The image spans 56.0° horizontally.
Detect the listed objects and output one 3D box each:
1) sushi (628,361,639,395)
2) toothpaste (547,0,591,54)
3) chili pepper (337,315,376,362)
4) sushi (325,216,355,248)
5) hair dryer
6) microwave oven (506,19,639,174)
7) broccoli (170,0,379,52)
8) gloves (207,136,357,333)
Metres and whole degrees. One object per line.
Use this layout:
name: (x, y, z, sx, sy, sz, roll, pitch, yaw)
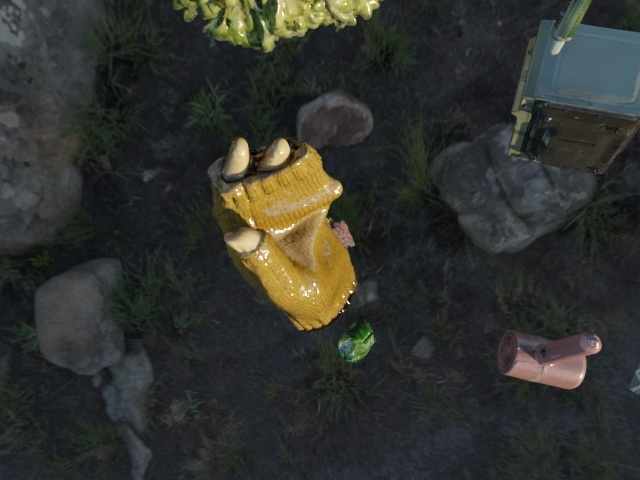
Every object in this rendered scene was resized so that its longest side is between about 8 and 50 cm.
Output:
sushi: (0.639, 0.249, 1.085, 0.026, 0.126, 0.120, -2, 115, -37)
toothpaste: (0.372, -0.358, 0.841, 0.031, 0.204, 0.049, 4, 39, -18)
chili pepper: (0.097, 0.269, 1.618, 0.060, 0.224, 0.098, -14, 90, 18)
sushi: (-0.015, 0.007, 1.653, 0.161, 0.241, 0.108, -26, 90, 26)
hair dryer: (0.630, 0.297, 1.555, 0.210, 0.352, 0.126, 15, 71, -6)
microwave oven: (0.598, -0.311, 1.413, 0.286, 0.355, 0.219, 15, 80, 14)
broccoli: (-0.033, -0.341, 0.629, 0.247, 0.245, 0.288, 30, 77, 8)
gloves: (-0.056, -0.006, 0.884, 0.155, 0.357, 0.203, 13, 53, 30)
